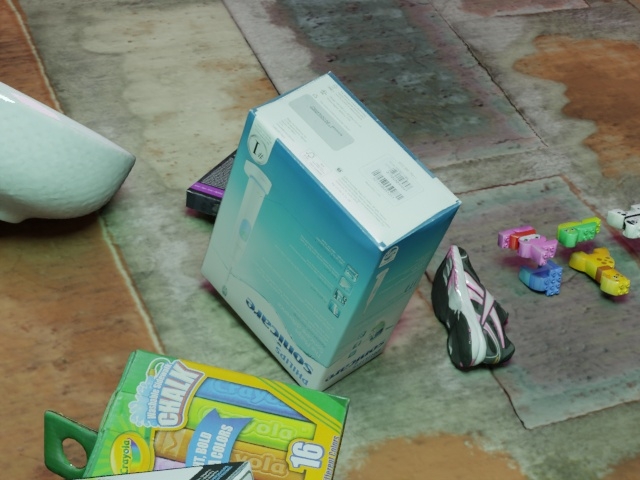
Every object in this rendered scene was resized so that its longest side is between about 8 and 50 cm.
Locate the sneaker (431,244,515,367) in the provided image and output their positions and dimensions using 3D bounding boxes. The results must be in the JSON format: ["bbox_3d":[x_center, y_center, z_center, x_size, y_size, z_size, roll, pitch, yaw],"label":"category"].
[{"bbox_3d":[0.190,0.087,1.620,0.077,0.072,0.178,9,48,-20],"label":"sneaker"}]

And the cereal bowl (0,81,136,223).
[{"bbox_3d":[-0.402,-0.118,1.580,0.339,0.141,0.339,28,2,-1],"label":"cereal bowl"}]

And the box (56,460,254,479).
[{"bbox_3d":[-0.190,0.293,1.129,0.290,0.169,0.087,-10,5,18],"label":"box"}]

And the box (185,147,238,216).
[{"bbox_3d":[-0.088,-0.070,1.722,0.116,0.029,0.162,18,32,17],"label":"box"}]

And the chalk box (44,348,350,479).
[{"bbox_3d":[-0.136,0.239,1.284,0.289,0.180,0.179,12,41,2],"label":"chalk box"}]

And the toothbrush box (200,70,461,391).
[{"bbox_3d":[0.000,0.000,1.466,0.126,0.295,0.216,-29,65,-35],"label":"toothbrush box"}]

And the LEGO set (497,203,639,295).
[{"bbox_3d":[0.345,0.026,1.692,0.227,0.087,0.093,-12,31,-24],"label":"LEGO set"}]

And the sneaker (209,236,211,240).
[{"bbox_3d":[-0.106,0.003,1.661,0.069,0.038,0.098,4,32,-6],"label":"sneaker"}]
